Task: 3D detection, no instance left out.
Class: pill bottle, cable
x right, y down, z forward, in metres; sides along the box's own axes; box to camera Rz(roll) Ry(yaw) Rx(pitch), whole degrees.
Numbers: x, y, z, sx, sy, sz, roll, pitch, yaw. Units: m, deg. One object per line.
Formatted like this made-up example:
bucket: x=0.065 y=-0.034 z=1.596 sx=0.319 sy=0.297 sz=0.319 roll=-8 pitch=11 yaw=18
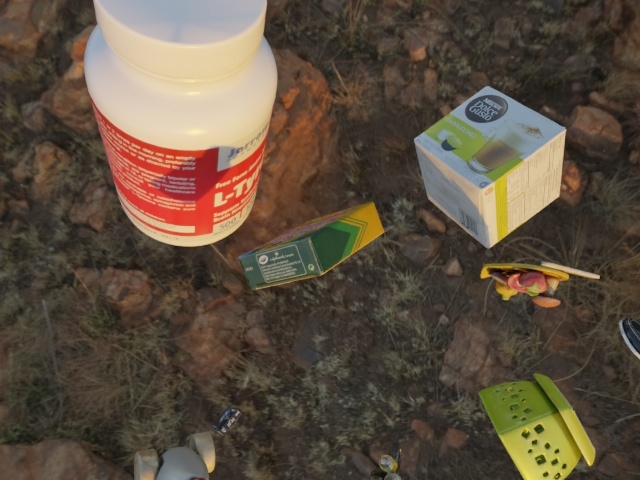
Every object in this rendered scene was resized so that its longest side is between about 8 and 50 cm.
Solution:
pill bottle: x=-0.183 y=-0.172 z=0.663 sx=0.229 sy=0.407 sz=0.228 roll=6 pitch=64 yaw=-11
cable: x=0.171 y=0.549 z=1.109 sx=0.072 sy=0.287 sz=0.139 roll=-7 pitch=75 yaw=21

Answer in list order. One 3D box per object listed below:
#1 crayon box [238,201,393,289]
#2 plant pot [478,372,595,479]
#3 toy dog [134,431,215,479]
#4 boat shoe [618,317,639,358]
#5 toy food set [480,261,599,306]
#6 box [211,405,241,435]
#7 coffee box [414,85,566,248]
crayon box: x=0.000 y=0.000 z=1.084 sx=0.203 sy=0.323 sz=0.083 roll=-15 pitch=98 yaw=37
plant pot: x=0.613 y=0.526 z=1.363 sx=0.207 sy=0.228 sz=0.227 roll=-29 pitch=100 yaw=11
toy dog: x=-0.247 y=0.493 z=0.893 sx=0.221 sy=0.334 sz=0.160 roll=-3 pitch=93 yaw=-10
boat shoe: x=0.415 y=0.142 z=0.580 sx=0.046 sy=0.038 sz=0.125 roll=-3 pitch=52 yaw=-28
toy food set: x=0.409 y=0.090 z=0.951 sx=0.128 sy=0.218 sz=0.071 roll=15 pitch=81 yaw=-17
box: x=-0.237 y=0.453 z=1.216 sx=0.018 sy=0.083 sz=0.067 roll=46 pitch=64 yaw=-9
coffee box: x=0.575 y=-0.250 z=1.652 sx=0.335 sy=0.338 sz=0.337 roll=-36 pitch=51 yaw=-4
